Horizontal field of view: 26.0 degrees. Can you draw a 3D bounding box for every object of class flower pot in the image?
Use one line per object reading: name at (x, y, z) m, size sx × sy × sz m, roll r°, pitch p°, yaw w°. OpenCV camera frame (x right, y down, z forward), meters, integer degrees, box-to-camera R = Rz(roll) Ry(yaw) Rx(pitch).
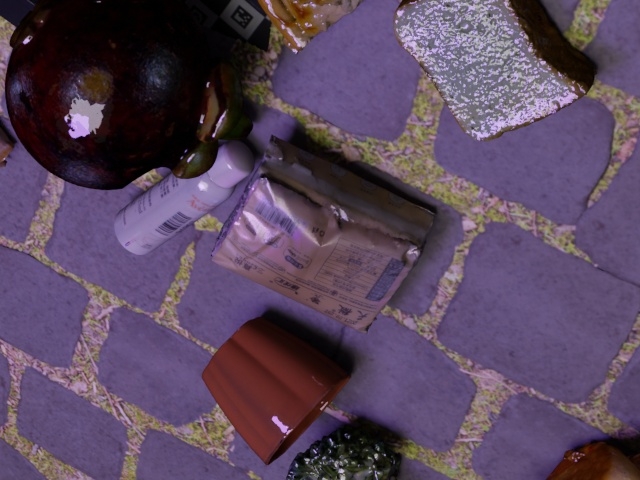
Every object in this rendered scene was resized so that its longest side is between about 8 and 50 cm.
flower pot at (-0.076, 0.215, 2.111) m, size 0.173 × 0.190 × 0.191 m, roll 44°, pitch 133°, yaw 8°

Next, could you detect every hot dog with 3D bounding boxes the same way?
hot dog at (0.395, 0.383, 1.996) m, size 0.150 × 0.153 × 0.256 m, roll 44°, pitch 130°, yaw -3°

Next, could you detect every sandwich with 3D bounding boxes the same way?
sandwich at (0.206, -0.237, 1.683) m, size 0.186 × 0.065 × 0.215 m, roll -23°, pitch 111°, yaw 38°

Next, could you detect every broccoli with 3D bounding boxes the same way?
broccoli at (0.025, 0.434, 2.153) m, size 0.177 × 0.275 × 0.198 m, roll 8°, pitch 150°, yaw 2°

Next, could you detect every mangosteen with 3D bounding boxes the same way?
mangosteen at (-0.259, -0.201, 1.817) m, size 0.311 × 0.311 × 0.311 m, roll 14°, pitch 129°, yaw 18°

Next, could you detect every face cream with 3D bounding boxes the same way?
face cream at (-0.196, -0.065, 2.013) m, size 0.082 × 0.082 × 0.269 m, roll 48°, pitch 132°, yaw -12°

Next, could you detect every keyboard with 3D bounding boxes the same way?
keyboard at (-0.433, -0.337, 1.975) m, size 0.231 × 0.023 × 0.072 m, roll 35°, pitch 140°, yaw 0°

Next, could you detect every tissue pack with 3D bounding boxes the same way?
tissue pack at (0.000, 0.000, 1.920) m, size 0.256 × 0.123 × 0.215 m, roll 27°, pitch 134°, yaw -5°

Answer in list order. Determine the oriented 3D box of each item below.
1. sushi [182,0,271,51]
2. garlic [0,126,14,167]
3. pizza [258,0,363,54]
sushi at (-0.192, -0.389, 1.788) m, size 0.290 × 0.050 × 0.264 m, roll 21°, pitch 131°, yaw 12°
garlic at (-0.531, -0.172, 2.129) m, size 0.084 × 0.066 × 0.152 m, roll -27°, pitch 115°, yaw 10°
pizza at (-0.012, -0.373, 1.671) m, size 0.223 × 0.089 × 0.323 m, roll -2°, pitch 125°, yaw 24°
